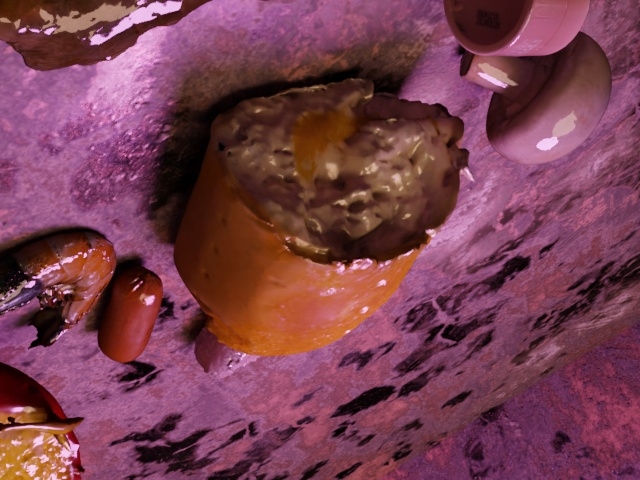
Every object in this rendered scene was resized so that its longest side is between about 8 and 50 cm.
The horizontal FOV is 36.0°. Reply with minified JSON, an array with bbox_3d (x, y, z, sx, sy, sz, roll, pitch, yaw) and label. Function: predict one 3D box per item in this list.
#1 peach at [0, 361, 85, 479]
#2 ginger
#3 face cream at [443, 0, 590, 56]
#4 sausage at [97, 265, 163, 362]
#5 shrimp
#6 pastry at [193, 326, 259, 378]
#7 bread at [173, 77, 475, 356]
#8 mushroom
[{"bbox_3d":[-0.523,0.307,1.274,0.406,0.310,0.335,-9,110,-57],"label":"peach"},{"bbox_3d":[-0.180,-0.239,0.940,0.333,0.080,0.166,-19,163,-16],"label":"ginger"},{"bbox_3d":[0.235,-0.298,1.190,0.104,0.149,0.149,-8,146,-36],"label":"face cream"},{"bbox_3d":[-0.278,0.109,1.448,0.076,0.076,0.197,-12,147,-33],"label":"sausage"},{"bbox_3d":[-0.402,0.091,1.303,0.290,0.054,0.222,-26,154,-28],"label":"shrimp"},{"bbox_3d":[-0.106,0.130,1.629,0.265,0.103,0.112,-41,170,6],"label":"pastry"},{"bbox_3d":[0.000,0.000,1.349,0.361,0.250,0.394,-13,150,-30],"label":"bread"},{"bbox_3d":[0.291,-0.217,1.391,0.215,0.207,0.207,26,127,-18],"label":"mushroom"}]
